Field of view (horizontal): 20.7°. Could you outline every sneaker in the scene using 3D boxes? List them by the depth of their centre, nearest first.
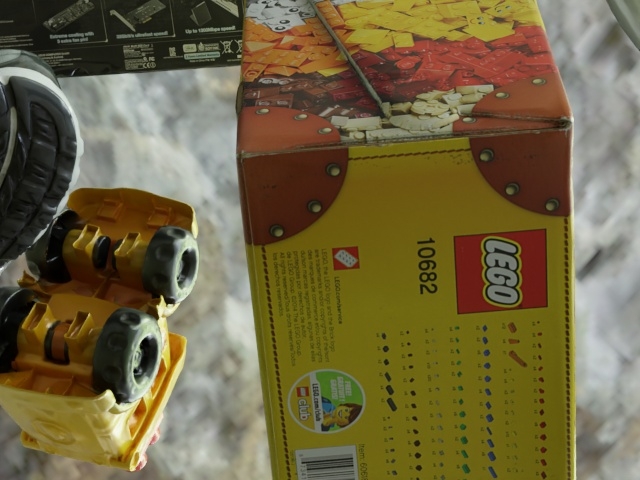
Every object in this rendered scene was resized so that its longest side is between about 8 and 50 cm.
[{"bbox_3d":[-0.221,0.009,0.969,0.100,0.108,0.271,34,-73,-21],"label":"sneaker"}]

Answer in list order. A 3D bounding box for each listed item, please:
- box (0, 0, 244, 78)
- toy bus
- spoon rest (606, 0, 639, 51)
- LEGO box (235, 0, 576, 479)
[{"bbox_3d":[-0.211,-0.260,1.461,0.307,0.076,0.243,-4,-70,8],"label":"box"},{"bbox_3d":[-0.180,0.094,1.525,0.211,0.149,0.220,71,-145,-48],"label":"toy bus"},{"bbox_3d":[0.183,-0.033,0.519,0.137,0.276,0.084,-34,-5,-40],"label":"spoon rest"},{"bbox_3d":[0.062,0.065,1.227,0.193,0.372,0.500,-4,-60,2],"label":"LEGO box"}]
